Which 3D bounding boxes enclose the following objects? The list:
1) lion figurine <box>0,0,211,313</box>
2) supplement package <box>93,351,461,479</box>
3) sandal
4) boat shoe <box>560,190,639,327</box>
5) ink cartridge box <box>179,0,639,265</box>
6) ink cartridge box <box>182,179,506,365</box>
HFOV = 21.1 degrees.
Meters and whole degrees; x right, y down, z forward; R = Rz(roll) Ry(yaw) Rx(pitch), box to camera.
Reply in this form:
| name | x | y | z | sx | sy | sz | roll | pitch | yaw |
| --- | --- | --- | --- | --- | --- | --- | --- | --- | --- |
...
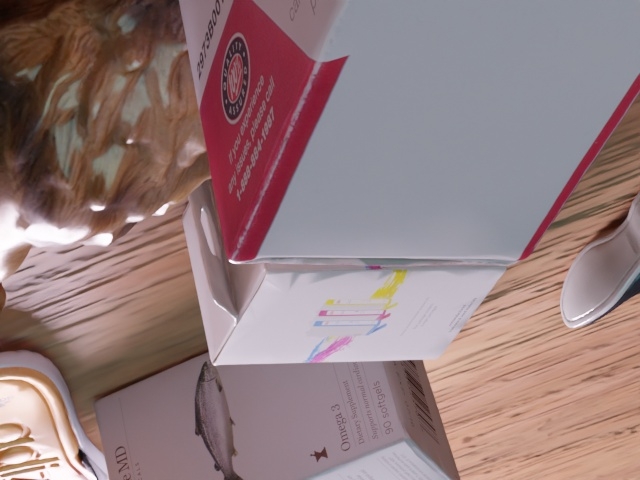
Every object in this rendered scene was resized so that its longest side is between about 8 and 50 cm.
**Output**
| name | x | y | z | sx | sy | sz | roll | pitch | yaw |
| --- | --- | --- | --- | --- | --- | --- | --- | --- | --- |
| lion figurine | -0.195 | -0.051 | 0.608 | 0.392 | 0.142 | 0.240 | -8 | 163 | -28 |
| supplement package | -0.025 | 0.122 | 1.010 | 0.179 | 0.105 | 0.105 | -24 | 148 | 12 |
| sandal | -0.176 | 0.156 | 1.022 | 0.102 | 0.076 | 0.265 | -14 | 149 | -3 |
| boat shoe | 0.183 | 0.008 | 0.984 | 0.038 | 0.046 | 0.125 | 10 | 133 | -28 |
| ink cartridge box | 0.018 | -0.137 | 0.492 | 0.100 | 0.237 | 0.172 | 0 | 146 | -20 |
| ink cartridge box | 0.000 | 0.000 | 0.840 | 0.143 | 0.092 | 0.090 | 0 | 146 | -23 |
